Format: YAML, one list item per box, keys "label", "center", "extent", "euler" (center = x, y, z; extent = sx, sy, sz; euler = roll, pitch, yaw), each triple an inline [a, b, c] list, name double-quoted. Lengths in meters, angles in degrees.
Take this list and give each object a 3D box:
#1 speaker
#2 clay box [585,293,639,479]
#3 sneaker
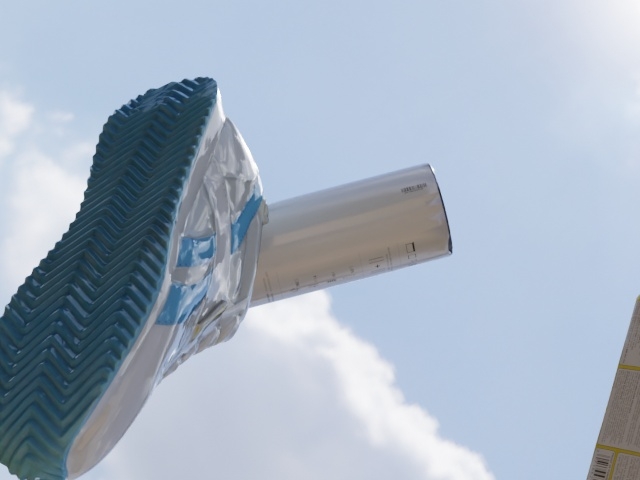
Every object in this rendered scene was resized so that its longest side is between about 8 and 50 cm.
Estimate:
- label: "speaker"
  center: [0.000, 0.000, 0.867]
  extent: [0.055, 0.136, 0.055]
  euler: [165, -90, -89]
- label: "clay box"
  center: [0.227, 0.098, 0.757]
  extent: [0.222, 0.053, 0.127]
  euler: [5, -104, 57]
- label: "sneaker"
  center: [-0.077, 0.026, 0.733]
  extent: [0.087, 0.228, 0.092]
  euler: [-7, -49, 29]
